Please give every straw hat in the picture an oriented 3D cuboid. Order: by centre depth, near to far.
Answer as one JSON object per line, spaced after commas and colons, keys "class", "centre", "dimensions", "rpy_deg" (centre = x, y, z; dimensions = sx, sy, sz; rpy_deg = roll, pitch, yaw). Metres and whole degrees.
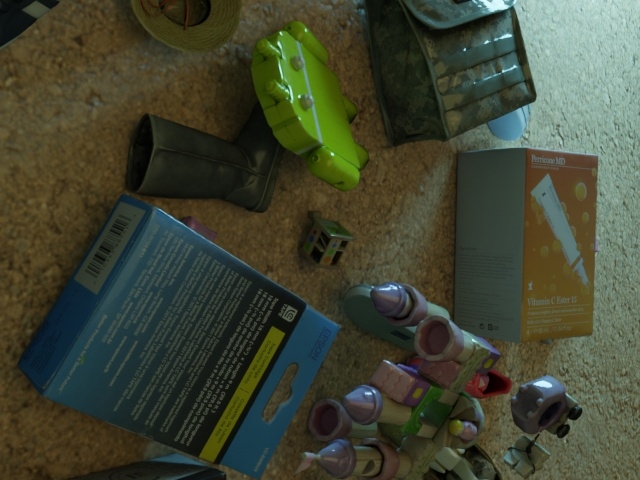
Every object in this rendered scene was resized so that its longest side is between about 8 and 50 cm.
{"class": "straw hat", "centre": [-0.179, -0.303, 0.989], "dimensions": [0.145, 0.061, 0.144], "rpy_deg": [1, 88, -26]}

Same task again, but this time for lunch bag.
{"class": "lunch bag", "centre": [0.210, -0.330, 1.277], "dimensions": [0.235, 0.169, 0.286], "rpy_deg": [-25, 105, -33]}

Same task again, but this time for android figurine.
{"class": "android figurine", "centre": [-0.012, -0.192, 1.084], "dimensions": [0.273, 0.056, 0.248], "rpy_deg": [28, 46, -58]}

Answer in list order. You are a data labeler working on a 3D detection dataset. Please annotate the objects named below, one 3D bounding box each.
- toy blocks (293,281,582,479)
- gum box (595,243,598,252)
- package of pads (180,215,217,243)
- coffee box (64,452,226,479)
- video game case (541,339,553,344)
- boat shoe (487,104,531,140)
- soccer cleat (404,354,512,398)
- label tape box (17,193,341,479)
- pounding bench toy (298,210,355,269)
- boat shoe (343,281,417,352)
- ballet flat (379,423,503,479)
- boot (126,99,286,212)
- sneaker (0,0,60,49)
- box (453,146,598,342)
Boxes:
{"class": "toy blocks", "centre": [0.129, 0.236, 1.081], "dimensions": [0.260, 0.309, 0.288], "rpy_deg": [25, 100, -48]}
{"class": "gum box", "centre": [0.522, -0.054, 1.625], "dimensions": [0.107, 0.062, 0.188], "rpy_deg": [1, 82, -34]}
{"class": "package of pads", "centre": [-0.177, 0.014, 1.025], "dimensions": [0.050, 0.032, 0.083], "rpy_deg": [36, 68, -35]}
{"class": "coffee box", "centre": [-0.263, 0.372, 0.901], "dimensions": [0.297, 0.119, 0.168], "rpy_deg": [-3, 93, -43]}
{"class": "video game case", "centre": [0.498, 0.085, 1.665], "dimensions": [0.193, 0.023, 0.212], "rpy_deg": [-49, 123, -30]}
{"class": "boat shoe", "centre": [0.343, -0.319, 1.455], "dimensions": [0.088, 0.096, 0.267], "rpy_deg": [-53, 126, -33]}
{"class": "soccer cleat", "centre": [0.247, 0.250, 1.388], "dimensions": [0.248, 0.095, 0.082], "rpy_deg": [14, 83, -43]}
{"class": "label tape box", "centre": [-0.163, 0.131, 0.969], "dimensions": [0.334, 0.106, 0.240], "rpy_deg": [36, 79, -38]}
{"class": "pounding bench toy", "centre": [0.000, 0.000, 1.180], "dimensions": [0.052, 0.083, 0.065], "rpy_deg": [8, 118, -41]}
{"class": "boat shoe", "centre": [0.120, 0.117, 1.289], "dimensions": [0.228, 0.079, 0.081], "rpy_deg": [34, 45, -37]}
{"class": "ballet flat", "centre": [0.225, 0.375, 1.347], "dimensions": [0.348, 0.123, 0.123], "rpy_deg": [47, 62, -35]}
{"class": "boot", "centre": [-0.148, -0.134, 1.029], "dimensions": [0.209, 0.076, 0.189], "rpy_deg": [14, 80, -36]}
{"class": "sneaker", "centre": [-0.297, -0.314, 0.818], "dimensions": [0.350, 0.148, 0.131], "rpy_deg": [-52, 124, -28]}
{"class": "box", "centre": [0.386, 0.006, 1.444], "dimensions": [0.215, 0.168, 0.345], "rpy_deg": [0, 92, -36]}
